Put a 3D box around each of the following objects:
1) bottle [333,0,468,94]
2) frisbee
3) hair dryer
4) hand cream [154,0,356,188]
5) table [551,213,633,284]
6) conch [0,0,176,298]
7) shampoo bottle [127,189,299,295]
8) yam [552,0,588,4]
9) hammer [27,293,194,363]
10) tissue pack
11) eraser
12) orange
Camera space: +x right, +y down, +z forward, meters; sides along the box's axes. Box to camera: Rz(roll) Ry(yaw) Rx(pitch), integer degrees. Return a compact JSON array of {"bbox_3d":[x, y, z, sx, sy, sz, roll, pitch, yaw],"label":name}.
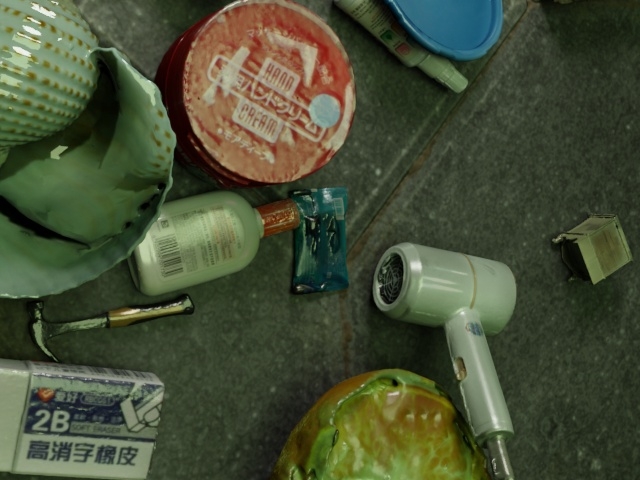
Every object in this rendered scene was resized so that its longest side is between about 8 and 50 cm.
[{"bbox_3d":[0.114,-0.271,1.449,0.217,0.060,0.060,37,76,-21],"label":"bottle"},{"bbox_3d":[0.149,-0.345,1.450,0.242,0.045,0.242,16,62,-32],"label":"frisbee"},{"bbox_3d":[0.187,0.161,1.378,0.173,0.107,0.357,10,45,-26],"label":"hair dryer"},{"bbox_3d":[-0.083,-0.173,1.310,0.230,0.149,0.230,-1,93,-24],"label":"hand cream"},{"bbox_3d":[0.398,0.014,1.593,0.083,0.062,0.079,-30,104,-22],"label":"table"},{"bbox_3d":[-0.314,-0.110,1.169,0.303,0.215,0.319,24,113,-19],"label":"conch"},{"bbox_3d":[-0.131,-0.007,1.343,0.221,0.051,0.108,-16,97,-25],"label":"shampoo bottle"},{"bbox_3d":[0.443,-0.430,1.555,0.254,0.154,0.154,-18,99,-22],"label":"yam"},{"bbox_3d":[-0.248,0.098,1.306,0.201,0.021,0.078,-8,95,-24],"label":"hammer"},{"bbox_3d":[0.000,0.000,1.422,0.085,0.028,0.138,-4,96,-26],"label":"tissue pack"},{"bbox_3d":[-0.296,0.207,1.256,0.210,0.068,0.124,9,97,-25],"label":"eraser"},{"bbox_3d":[0.054,0.322,1.365,0.262,0.196,0.334,20,87,-40],"label":"orange"}]
